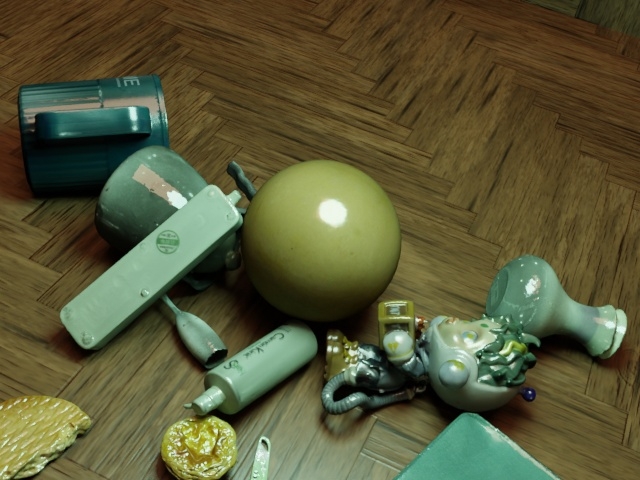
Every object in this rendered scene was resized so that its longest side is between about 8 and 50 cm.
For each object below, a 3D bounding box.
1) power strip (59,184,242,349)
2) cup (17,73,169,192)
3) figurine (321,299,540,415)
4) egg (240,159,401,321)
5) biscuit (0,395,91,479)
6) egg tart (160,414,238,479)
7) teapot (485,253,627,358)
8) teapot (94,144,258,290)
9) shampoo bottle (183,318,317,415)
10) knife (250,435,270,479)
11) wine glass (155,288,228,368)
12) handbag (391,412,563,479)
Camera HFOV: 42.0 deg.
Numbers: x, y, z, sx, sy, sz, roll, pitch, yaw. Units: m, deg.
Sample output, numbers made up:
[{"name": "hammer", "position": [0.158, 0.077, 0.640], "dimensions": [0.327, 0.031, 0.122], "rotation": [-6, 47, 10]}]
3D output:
[{"name": "power strip", "position": [-0.289, 0.042, 1.485], "dimensions": [0.385, 0.062, 0.091], "rotation": [-41, 78, -2]}, {"name": "cup", "position": [-0.474, -0.210, 1.753], "dimensions": [0.292, 0.242, 0.308], "rotation": [-6, 31, -15]}, {"name": "figurine", "position": [0.199, 0.202, 1.487], "dimensions": [0.381, 0.186, 0.261], "rotation": [5, 30, 2]}, {"name": "egg", "position": [0.000, 0.000, 1.566], "dimensions": [0.301, 0.301, 0.374], "rotation": [9, 1, -3]}, {"name": "biscuit", "position": [-0.490, 0.318, 1.314], "dimensions": [0.144, 0.033, 0.224], "rotation": [31, 45, 25]}, {"name": "egg tart", "position": [-0.192, 0.340, 1.339], "dimensions": [0.130, 0.052, 0.130], "rotation": [6, 40, -5]}, {"name": "teapot", "position": [0.458, 0.143, 1.628], "dimensions": [0.250, 0.183, 0.183], "rotation": [22, 41, -6]}, {"name": "teapot", "position": [-0.253, -0.032, 1.663], "dimensions": [0.285, 0.223, 0.305], "rotation": [35, 19, 15]}, {"name": "shampoo bottle", "position": [-0.116, 0.227, 1.438], "dimensions": [0.085, 0.085, 0.262], "rotation": [34, 40, 25]}, {"name": "knife", "position": [-0.101, 0.396, 1.325], "dimensions": [0.030, 0.014, 0.207], "rotation": [9, 40, -3]}, {"name": "wine glass", "position": [-0.245, 0.155, 1.534], "dimensions": [0.066, 0.066, 0.198], "rotation": [-25, 54, -34]}, {"name": "handbag", "position": [0.246, 0.433, 1.301], "dimensions": [0.268, 0.100, 0.274], "rotation": [35, 47, 20]}]
